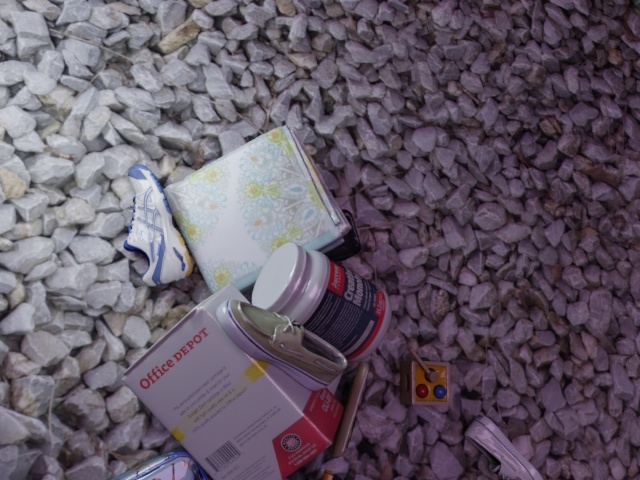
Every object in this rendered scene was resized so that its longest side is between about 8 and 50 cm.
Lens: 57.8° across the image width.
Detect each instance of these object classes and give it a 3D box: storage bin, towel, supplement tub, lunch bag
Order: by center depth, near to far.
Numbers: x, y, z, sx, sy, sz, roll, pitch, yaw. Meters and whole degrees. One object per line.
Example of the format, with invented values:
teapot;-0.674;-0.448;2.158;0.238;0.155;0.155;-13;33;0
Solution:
lunch bag;-0.349;0.598;1.224;0.303;0.115;0.243;-23;87;-21
supplement tub;0.005;0.139;1.296;0.272;0.191;0.191;31;69;-25
towel;-0.154;-0.065;1.405;0.374;0.090;0.320;-28;82;2
storage bin;0.000;0.000;1.501;0.180;0.084;0.122;-13;81;-21

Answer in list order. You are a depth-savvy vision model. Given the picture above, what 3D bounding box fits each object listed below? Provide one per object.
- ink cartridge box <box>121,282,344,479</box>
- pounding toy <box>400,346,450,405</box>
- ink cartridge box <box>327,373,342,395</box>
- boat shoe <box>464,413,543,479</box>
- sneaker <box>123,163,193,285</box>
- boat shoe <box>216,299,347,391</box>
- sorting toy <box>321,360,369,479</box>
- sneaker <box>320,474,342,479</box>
ink cartridge box;-0.183;0.327;1.247;0.279;0.160;0.384;-41;92;20
pounding toy;0.267;0.352;1.492;0.130;0.100;0.141;6;75;-17
ink cartridge box;-0.009;0.284;1.429;0.140;0.082;0.190;26;69;-11
boat shoe;0.478;0.581;1.520;0.084;0.095;0.258;-40;81;-18
sneaker;-0.410;-0.036;1.361;0.131;0.112;0.296;-22;82;-17
boat shoe;-0.072;0.197;1.170;0.302;0.094;0.109;38;22;-28
sorting toy;0.058;0.443;1.331;0.041;0.229;0.307;18;71;5
sneaker;0.031;0.695;1.334;0.109;0.130;0.286;-13;56;22
